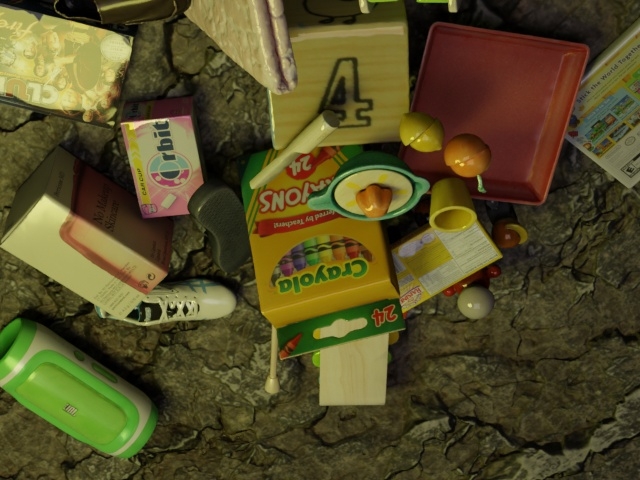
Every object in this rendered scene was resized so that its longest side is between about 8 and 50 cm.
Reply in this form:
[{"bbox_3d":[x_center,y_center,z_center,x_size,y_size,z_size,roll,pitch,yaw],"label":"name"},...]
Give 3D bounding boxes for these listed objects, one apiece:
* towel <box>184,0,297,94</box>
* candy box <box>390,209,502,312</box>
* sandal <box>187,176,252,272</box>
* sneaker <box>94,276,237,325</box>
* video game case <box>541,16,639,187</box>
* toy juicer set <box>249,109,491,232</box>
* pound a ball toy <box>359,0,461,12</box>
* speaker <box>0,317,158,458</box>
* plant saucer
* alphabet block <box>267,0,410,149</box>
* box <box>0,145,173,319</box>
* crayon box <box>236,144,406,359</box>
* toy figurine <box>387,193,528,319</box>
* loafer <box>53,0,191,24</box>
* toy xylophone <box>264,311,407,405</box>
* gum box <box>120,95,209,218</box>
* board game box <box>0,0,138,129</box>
[{"bbox_3d":[-0.139,-0.378,1.649,0.053,0.332,0.317,-22,125,-14],"label":"towel"},{"bbox_3d":[0.161,0.032,1.950,0.206,0.027,0.105,-30,116,15],"label":"candy box"},{"bbox_3d":[-0.150,-0.032,2.011,0.097,0.054,0.254,-41,154,-13],"label":"sandal"},{"bbox_3d":[-0.256,0.108,2.133,0.237,0.086,0.085,2,124,-4],"label":"sneaker"},{"bbox_3d":[0.486,-0.210,1.964,0.206,0.026,0.227,34,119,-23],"label":"video game case"},{"bbox_3d":[0.083,-0.093,1.779,0.329,0.089,0.209,6,146,-13],"label":"toy juicer set"},{"bbox_3d":[0.175,-0.418,1.659,0.208,0.319,0.136,2,126,15],"label":"pound a ball toy"},{"bbox_3d":[-0.425,0.256,2.208,0.296,0.131,0.131,38,116,-25],"label":"speaker"},{"bbox_3d":[0.245,-0.190,1.912,0.258,0.048,0.259,5,112,-18],"label":"plant saucer"},{"bbox_3d":[0.022,-0.258,1.818,0.197,0.192,0.193,-4,127,1],"label":"alphabet block"},{"bbox_3d":[-0.359,-0.011,2.006,0.232,0.148,0.127,35,117,-24],"label":"box"},{"bbox_3d":[0.000,0.000,1.922,0.202,0.318,0.081,-16,155,9],"label":"crayon box"},{"bbox_3d":[0.204,0.006,2.033,0.213,0.148,0.209,16,123,-12],"label":"toy figurine"},{"bbox_3d":[-0.277,-0.327,1.776,0.220,0.078,0.080,0,123,32],"label":"loafer"},{"bbox_3d":[0.027,0.166,2.182,0.236,0.081,0.322,6,125,-6],"label":"toy xylophone"},{"bbox_3d":[-0.235,-0.122,1.982,0.107,0.062,0.188,-6,126,3],"label":"gum box"},{"bbox_3d":[-0.405,-0.267,1.888,0.243,0.042,0.165,13,124,-10],"label":"board game box"}]
